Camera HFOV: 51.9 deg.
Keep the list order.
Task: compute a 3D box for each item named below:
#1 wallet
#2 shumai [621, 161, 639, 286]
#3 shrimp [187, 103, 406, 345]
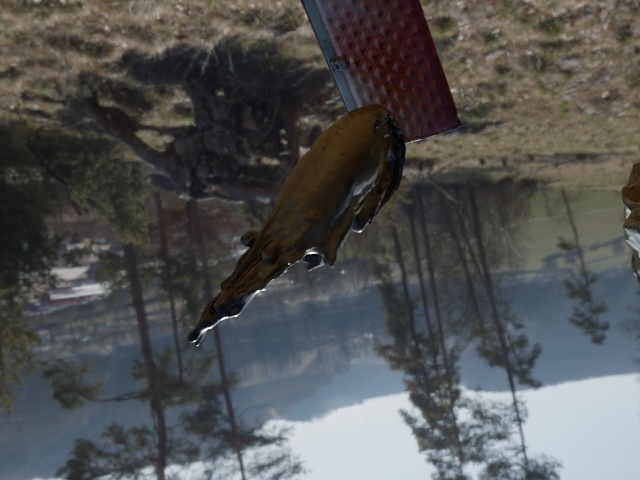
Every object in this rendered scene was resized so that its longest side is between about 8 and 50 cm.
[{"bbox_3d":[0.053,-0.174,0.602,0.103,0.196,0.020,-11,-147,25],"label":"wallet"},{"bbox_3d":[0.360,0.007,0.591,0.262,0.267,0.314,-1,163,-20],"label":"shumai"},{"bbox_3d":[-0.002,0.000,0.563,0.066,0.262,0.117,27,168,48],"label":"shrimp"}]
